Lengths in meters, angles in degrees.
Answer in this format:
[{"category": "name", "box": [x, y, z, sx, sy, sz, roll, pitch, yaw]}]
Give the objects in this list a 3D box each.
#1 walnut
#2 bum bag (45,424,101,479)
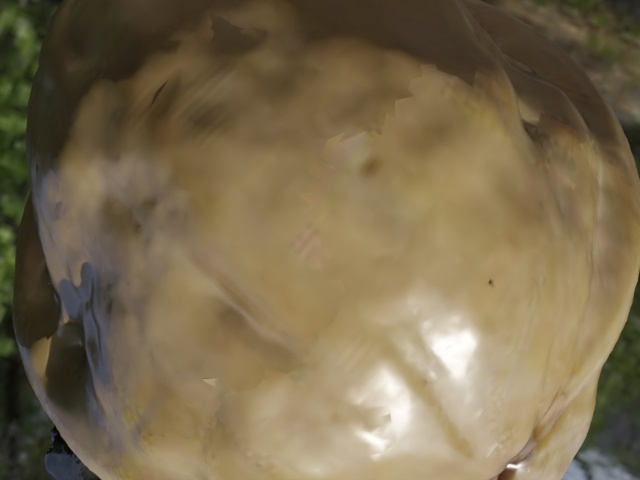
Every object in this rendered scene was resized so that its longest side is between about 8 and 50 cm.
[{"category": "walnut", "box": [0.000, 0.000, 0.957, 0.381, 0.381, 0.381, 25, -178, -1]}, {"category": "bum bag", "box": [-0.135, 0.059, 1.391, 0.137, 0.310, 0.074, 8, 171, 22]}]
